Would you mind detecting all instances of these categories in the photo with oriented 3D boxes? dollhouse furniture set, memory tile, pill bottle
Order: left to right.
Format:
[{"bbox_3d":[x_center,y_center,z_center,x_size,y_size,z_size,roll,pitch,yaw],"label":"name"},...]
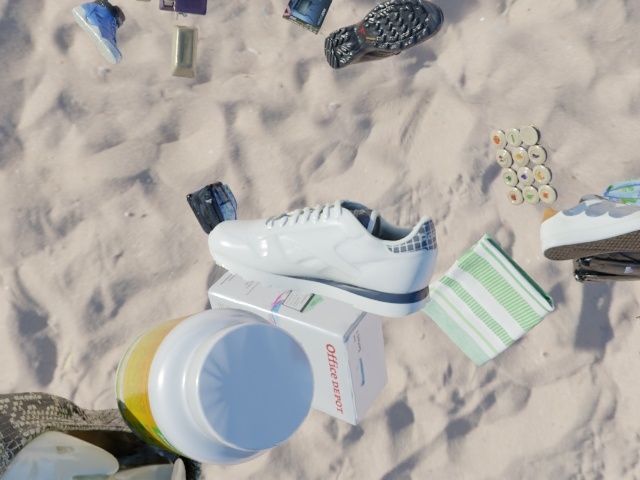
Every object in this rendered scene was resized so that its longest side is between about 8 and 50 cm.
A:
[{"bbox_3d":[-0.198,-0.269,1.006,0.091,0.081,0.114,3,92,-13],"label":"dollhouse furniture set"},{"bbox_3d":[-0.101,0.133,0.713,0.136,0.245,0.136,5,79,-25],"label":"pill bottle"},{"bbox_3d":[0.356,-0.130,1.354,0.012,0.113,0.148,-29,107,-30],"label":"memory tile"}]

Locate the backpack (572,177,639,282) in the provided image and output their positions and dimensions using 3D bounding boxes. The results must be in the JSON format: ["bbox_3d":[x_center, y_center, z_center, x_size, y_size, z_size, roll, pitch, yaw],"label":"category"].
[{"bbox_3d":[0.756,-0.021,1.701,0.355,0.290,0.273,9,70,23],"label":"backpack"}]

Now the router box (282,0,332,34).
[{"bbox_3d":[-0.023,-0.552,1.783,0.092,0.038,0.122,24,78,-9],"label":"router box"}]

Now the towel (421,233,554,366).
[{"bbox_3d":[0.395,0.155,1.889,0.248,0.038,0.325,45,138,7],"label":"towel"}]

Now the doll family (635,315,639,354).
[{"bbox_3d":[0.475,0.101,1.013,0.076,0.111,0.193,38,138,10],"label":"doll family"}]

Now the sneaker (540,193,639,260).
[{"bbox_3d":[0.558,-0.045,1.441,0.290,0.106,0.123,-6,59,18],"label":"sneaker"}]

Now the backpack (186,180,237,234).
[{"bbox_3d":[-0.253,-0.079,1.871,0.105,0.084,0.114,-20,95,42],"label":"backpack"}]

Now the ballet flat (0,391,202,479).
[{"bbox_3d":[-0.242,0.242,0.779,0.182,0.483,0.164,10,82,15],"label":"ballet flat"}]

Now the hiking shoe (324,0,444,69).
[{"bbox_3d":[0.117,-0.355,1.299,0.226,0.114,0.086,-7,103,38],"label":"hiking shoe"}]

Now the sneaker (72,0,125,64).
[{"bbox_3d":[-0.414,-0.420,1.524,0.084,0.058,0.152,-34,70,-19],"label":"sneaker"}]

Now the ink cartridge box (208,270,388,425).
[{"bbox_3d":[-0.034,0.165,1.311,0.278,0.117,0.201,15,132,31],"label":"ink cartridge box"}]

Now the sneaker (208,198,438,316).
[{"bbox_3d":[0.000,0.000,0.761,0.235,0.090,0.095,10,116,15],"label":"sneaker"}]
